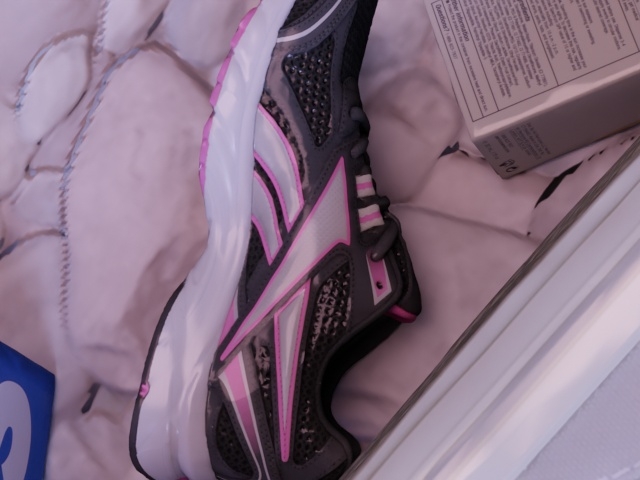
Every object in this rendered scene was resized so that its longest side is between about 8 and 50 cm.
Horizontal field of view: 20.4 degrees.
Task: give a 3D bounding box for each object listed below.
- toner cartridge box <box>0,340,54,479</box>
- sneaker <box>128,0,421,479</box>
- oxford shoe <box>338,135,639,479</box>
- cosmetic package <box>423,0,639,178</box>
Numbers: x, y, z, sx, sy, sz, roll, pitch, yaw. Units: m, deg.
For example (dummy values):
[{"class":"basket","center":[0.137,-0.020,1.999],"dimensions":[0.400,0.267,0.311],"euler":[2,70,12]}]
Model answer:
[{"class":"toner cartridge box","center":[-0.165,0.183,0.516],"dimensions":[0.075,0.165,0.348],"euler":[-4,69,21]},{"class":"sneaker","center":[0.000,0.000,0.585],"dimensions":[0.077,0.072,0.178],"euler":[13,86,12]},{"class":"oxford shoe","center":[0.051,0.104,0.484],"dimensions":[0.130,0.169,0.449],"euler":[43,92,2]},{"class":"cosmetic package","center":[0.097,-0.071,0.575],"dimensions":[0.115,0.041,0.060],"euler":[-21,67,14]}]
